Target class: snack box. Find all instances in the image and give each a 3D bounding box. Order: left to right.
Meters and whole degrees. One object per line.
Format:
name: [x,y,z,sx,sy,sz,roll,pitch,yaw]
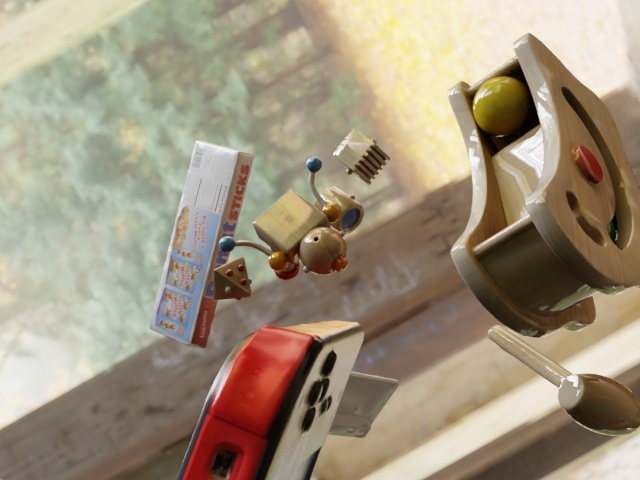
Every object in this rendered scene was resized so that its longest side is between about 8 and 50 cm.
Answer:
snack box: [-0.108,0.003,1.295,0.022,0.178,0.064,12,-176,-45]

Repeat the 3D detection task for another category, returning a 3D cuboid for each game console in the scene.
game console: [-0.062,0.243,1.056,0.060,0.386,0.342,21,-178,12]

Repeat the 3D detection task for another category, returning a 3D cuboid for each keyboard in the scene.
keyboard: [-0.007,0.153,1.394,0.014,0.072,0.256,34,-171,33]

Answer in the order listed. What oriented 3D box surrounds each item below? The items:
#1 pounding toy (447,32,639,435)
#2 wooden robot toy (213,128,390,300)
pounding toy: [0.131,0.003,0.994,0.154,0.155,0.269,23,-136,-42]
wooden robot toy: [0.000,0.000,1.092,0.079,0.173,0.076,36,162,36]
